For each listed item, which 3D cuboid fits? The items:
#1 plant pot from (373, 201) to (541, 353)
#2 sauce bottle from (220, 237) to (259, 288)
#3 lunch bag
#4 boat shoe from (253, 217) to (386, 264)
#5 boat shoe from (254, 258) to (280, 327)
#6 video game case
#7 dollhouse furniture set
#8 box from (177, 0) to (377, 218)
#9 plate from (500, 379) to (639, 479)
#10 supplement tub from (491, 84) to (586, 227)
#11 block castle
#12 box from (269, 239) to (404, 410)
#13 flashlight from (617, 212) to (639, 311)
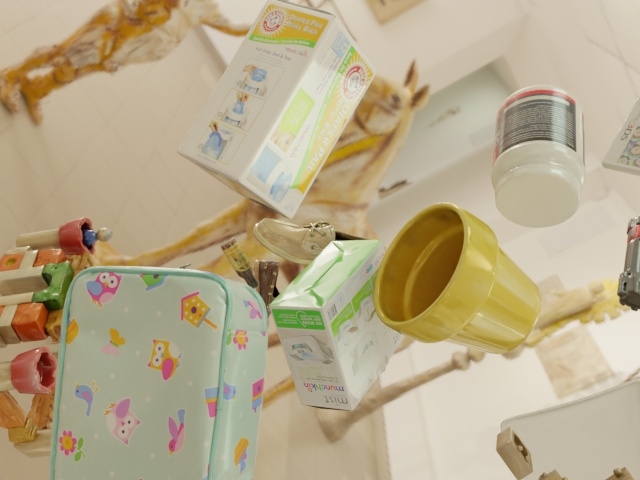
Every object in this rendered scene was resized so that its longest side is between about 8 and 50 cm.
[{"bbox_3d":[0.266,0.093,1.365,0.239,0.254,0.254,30,27,-24],"label":"plant pot"},{"bbox_3d":[-0.184,0.055,1.711,0.128,0.042,0.042,58,14,-17],"label":"sauce bottle"},{"bbox_3d":[-0.177,0.159,0.787,0.108,0.224,0.279,20,73,-66],"label":"lunch bag"},{"bbox_3d":[0.000,0.000,1.669,0.302,0.098,0.109,19,30,-11],"label":"boat shoe"},{"bbox_3d":[-0.139,0.147,1.956,0.073,0.073,0.207,-93,-175,-62],"label":"boat shoe"},{"bbox_3d":[0.465,-0.139,0.946,0.157,0.143,0.019,24,-12,46],"label":"video game case"},{"bbox_3d":[0.345,0.312,1.041,0.151,0.123,0.144,55,9,12],"label":"dollhouse furniture set"},{"bbox_3d":[-0.044,-0.146,0.820,0.103,0.203,0.114,27,-5,35],"label":"box"},{"bbox_3d":[0.510,0.411,1.416,0.045,0.278,0.277,-86,155,-71],"label":"plate"},{"bbox_3d":[0.467,-0.182,1.581,0.191,0.191,0.272,52,39,-38],"label":"supplement tub"},{"bbox_3d":[-0.523,0.190,1.528,0.453,0.213,0.303,-93,172,-49],"label":"block castle"},{"bbox_3d":[0.046,0.158,1.442,0.262,0.127,0.231,-46,127,-49],"label":"box"},{"bbox_3d":[0.880,0.059,2.014,0.103,0.103,0.304,58,40,-35],"label":"flashlight"}]
